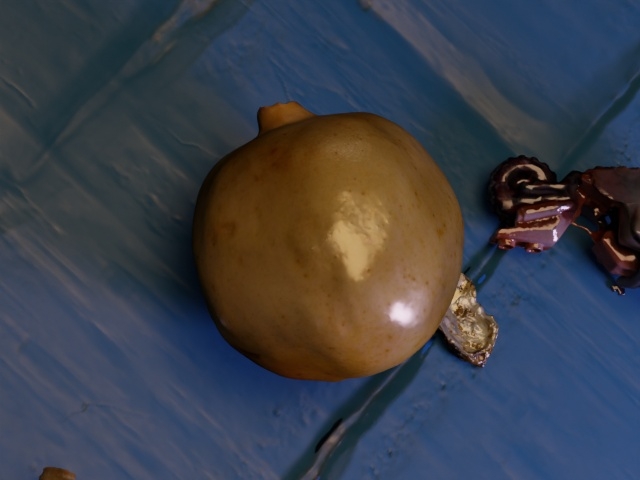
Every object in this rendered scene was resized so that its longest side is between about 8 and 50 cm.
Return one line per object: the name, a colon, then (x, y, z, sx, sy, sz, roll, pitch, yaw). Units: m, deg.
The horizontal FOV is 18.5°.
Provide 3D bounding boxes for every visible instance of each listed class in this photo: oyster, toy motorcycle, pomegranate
oyster: (0.121, 0.070, 1.678, 0.054, 0.019, 0.083, -25, 83, -24)
toy motorcycle: (0.246, -0.007, 1.709, 0.213, 0.084, 0.118, 8, 74, -9)
pomegranate: (0.003, 0.007, 1.553, 0.233, 0.233, 0.233, 5, 74, -18)

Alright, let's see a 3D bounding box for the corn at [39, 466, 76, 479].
corn: (-0.213, 0.328, 1.442, 0.119, 0.119, 0.321, 9, 73, -16)
